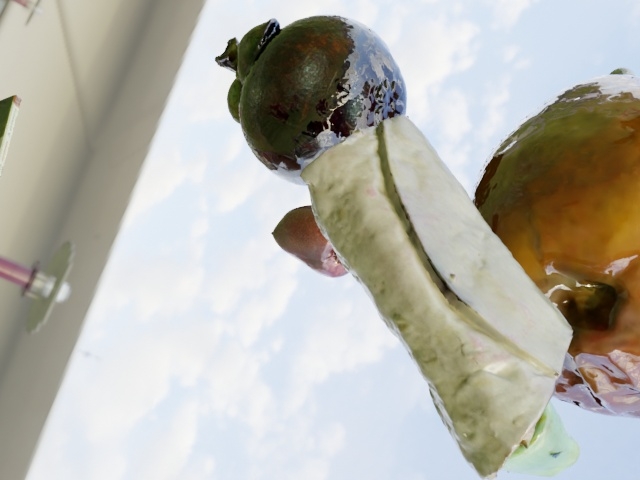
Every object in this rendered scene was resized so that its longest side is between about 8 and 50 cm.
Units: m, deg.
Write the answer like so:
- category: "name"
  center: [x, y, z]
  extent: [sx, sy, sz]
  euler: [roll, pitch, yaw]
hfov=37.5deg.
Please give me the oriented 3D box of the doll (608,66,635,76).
- category: "doll"
  center: [0.536, -0.189, 1.666]
  extent: [0.160, 0.311, 0.242]
  euler: [-17, -143, 25]

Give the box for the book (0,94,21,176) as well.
- category: "book"
  center: [-0.510, -0.034, 1.234]
  extent: [0.228, 0.018, 0.322]
  euler: [-14, -125, 27]

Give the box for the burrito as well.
- category: "burrito"
  center: [0.098, 0.039, 0.771]
  extent: [0.299, 0.143, 0.105]
  euler: [57, -47, 19]

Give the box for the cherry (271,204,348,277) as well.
- category: "cherry"
  center: [0.001, -0.006, 1.287]
  extent: [0.087, 0.126, 0.106]
  euler: [-44, 160, -28]

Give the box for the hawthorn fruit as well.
- category: "hawthorn fruit"
  center: [0.381, 0.022, 1.216]
  extent: [0.472, 0.472, 0.471]
  euler: [-43, -148, 35]

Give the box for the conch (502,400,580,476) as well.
- category: "conch"
  center: [0.349, 0.342, 1.629]
  extent: [0.137, 0.250, 0.143]
  euler: [12, -122, 35]

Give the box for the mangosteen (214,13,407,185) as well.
- category: "mangosteen"
  center: [-0.008, -0.239, 1.627]
  extent: [0.330, 0.330, 0.330]
  euler: [-43, -148, 35]
